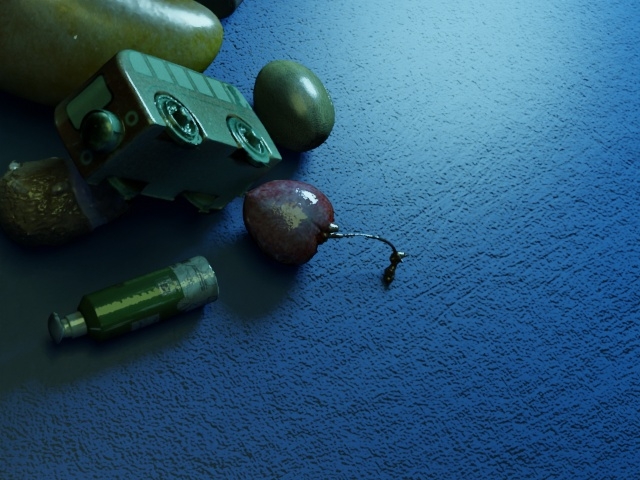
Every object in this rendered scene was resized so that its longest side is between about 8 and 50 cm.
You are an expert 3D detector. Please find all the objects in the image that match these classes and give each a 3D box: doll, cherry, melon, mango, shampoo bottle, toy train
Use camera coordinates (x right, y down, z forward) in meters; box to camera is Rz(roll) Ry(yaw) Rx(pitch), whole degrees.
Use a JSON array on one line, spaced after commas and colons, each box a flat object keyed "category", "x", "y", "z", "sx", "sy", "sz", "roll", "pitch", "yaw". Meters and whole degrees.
[{"category": "doll", "x": -0.325, "y": -0.048, "z": 1.699, "sx": 0.221, "sy": 0.115, "sz": 0.105, "roll": -13, "pitch": 34, "yaw": -20}, {"category": "cherry", "x": 0.000, "y": 0.000, "z": 1.785, "sx": 0.225, "sy": 0.090, "sz": 0.107, "roll": 31, "pitch": 61, "yaw": -10}, {"category": "melon", "x": -0.036, "y": -0.175, "z": 1.852, "sx": 0.098, "sy": 0.098, "sz": 0.131, "roll": -19, "pitch": 71, "yaw": -23}, {"category": "mango", "x": -0.312, "y": -0.274, "z": 1.766, "sx": 0.384, "sy": 0.199, "sz": 0.221, "roll": 11, "pitch": 63, "yaw": -11}, {"category": "shampoo bottle", "x": -0.224, "y": 0.075, "z": 1.693, "sx": 0.204, "sy": 0.065, "sz": 0.065, "roll": -20, "pitch": 71, "yaw": -23}, {"category": "toy train", "x": -0.180, "y": -0.128, "z": 1.680, "sx": 0.159, "sy": 0.129, "sz": 0.326, "roll": 58, "pitch": 21, "yaw": 20}]

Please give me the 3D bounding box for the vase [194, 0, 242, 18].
[{"category": "vase", "x": -0.101, "y": -0.398, "z": 1.959, "sx": 0.086, "sy": 0.086, "sz": 0.214, "roll": 33, "pitch": 56, "yaw": 3}]
